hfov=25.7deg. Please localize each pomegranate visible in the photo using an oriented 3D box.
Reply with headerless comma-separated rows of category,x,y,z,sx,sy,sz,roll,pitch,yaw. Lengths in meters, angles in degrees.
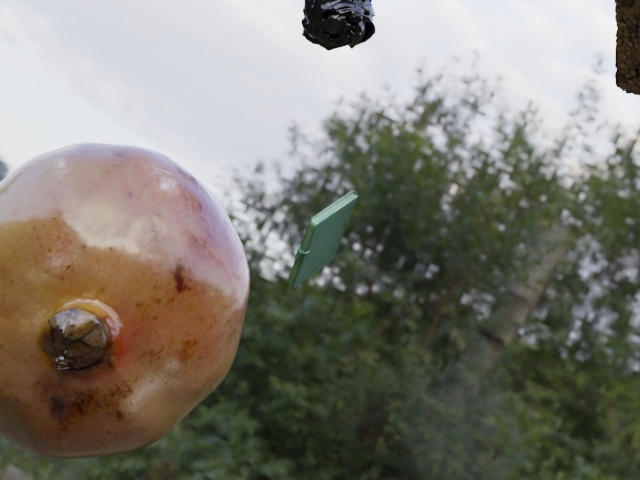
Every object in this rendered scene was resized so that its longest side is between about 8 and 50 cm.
pomegranate,-0.233,0.070,1.450,0.338,0.338,0.338,25,-7,3

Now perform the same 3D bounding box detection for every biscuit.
biscuit,0.341,-0.245,1.482,0.064,0.034,0.199,24,-49,47

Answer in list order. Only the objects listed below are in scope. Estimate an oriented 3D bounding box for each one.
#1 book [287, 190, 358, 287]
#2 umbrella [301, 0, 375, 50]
book,0.000,0.000,1.978,0.017,0.103,0.135,39,-44,18
umbrella,0.022,-0.382,2.102,0.118,0.118,0.340,27,25,-17
